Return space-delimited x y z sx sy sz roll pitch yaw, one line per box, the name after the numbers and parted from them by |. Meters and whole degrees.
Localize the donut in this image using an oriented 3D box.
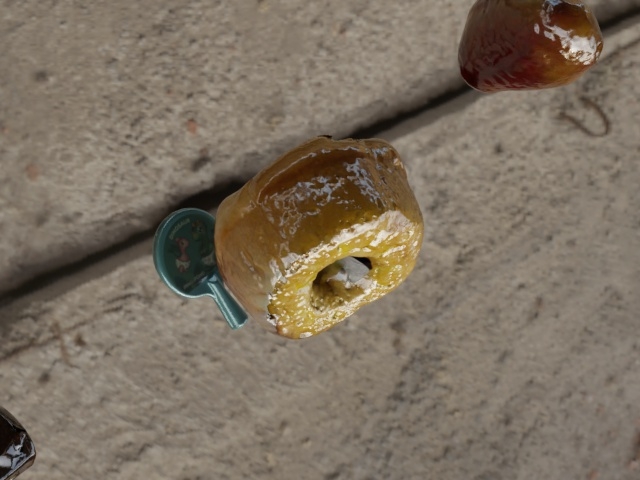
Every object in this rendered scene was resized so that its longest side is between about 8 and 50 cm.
0.000 0.000 1.363 0.299 0.150 0.317 -44 154 28 | donut

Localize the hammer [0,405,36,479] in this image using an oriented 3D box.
-0.535 0.171 1.180 0.242 0.095 0.409 -36 80 -33 | hammer

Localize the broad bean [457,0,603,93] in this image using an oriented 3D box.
0.190 -0.184 0.960 0.114 0.165 0.084 30 77 -30 | broad bean

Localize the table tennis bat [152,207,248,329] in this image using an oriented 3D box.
-0.165 0.046 1.492 0.124 0.033 0.201 -47 117 -32 | table tennis bat
